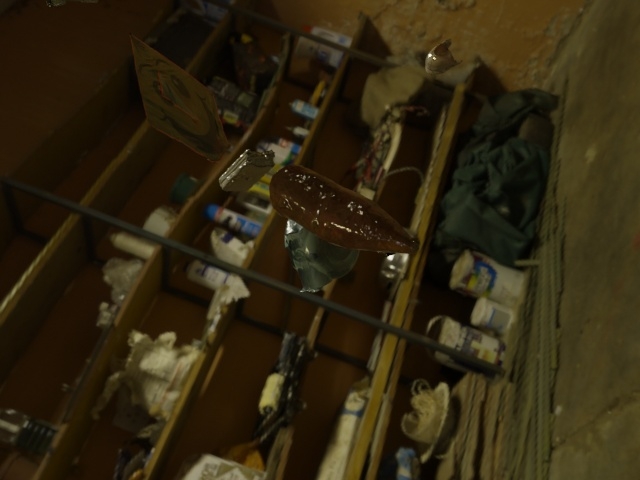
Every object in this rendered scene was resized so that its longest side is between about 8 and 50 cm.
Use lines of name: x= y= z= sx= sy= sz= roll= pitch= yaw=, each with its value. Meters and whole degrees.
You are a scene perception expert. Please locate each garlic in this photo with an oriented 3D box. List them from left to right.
garlic: x=0.439 y=-0.658 z=2.267 sx=0.124 sy=0.099 sz=0.174 roll=-28 pitch=-6 yaw=-1

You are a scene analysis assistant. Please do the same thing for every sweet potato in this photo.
sweet potato: x=0.051 y=-0.040 z=1.217 sx=0.131 sy=0.337 sz=0.131 roll=-36 pitch=-37 yaw=-33

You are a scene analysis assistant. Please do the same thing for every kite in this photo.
kite: x=-0.310 y=-0.314 z=1.352 sx=0.013 sy=0.327 sz=0.377 roll=-32 pitch=16 yaw=21

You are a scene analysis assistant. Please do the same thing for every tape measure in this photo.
tape measure: x=0.000 y=0.000 z=1.934 sx=0.275 sy=0.147 sz=0.256 roll=-35 pitch=-66 yaw=-44

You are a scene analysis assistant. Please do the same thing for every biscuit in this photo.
biscuit: x=-0.245 y=-0.229 z=2.054 sx=0.239 sy=0.108 sz=0.061 roll=-34 pitch=66 yaw=52

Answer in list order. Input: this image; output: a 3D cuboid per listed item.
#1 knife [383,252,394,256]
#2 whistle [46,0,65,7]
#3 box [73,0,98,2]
knife: x=0.160 y=-0.058 z=2.232 sx=0.365 sy=0.089 sz=0.043 roll=50 pitch=136 yaw=46
whistle: x=-0.901 y=-0.904 z=1.962 sx=0.068 sy=0.057 sz=0.326 roll=-26 pitch=-45 yaw=-17
box: x=-0.622 y=-0.627 z=1.402 sx=0.067 sy=0.233 sz=0.149 roll=-51 pitch=-33 yaw=-75
